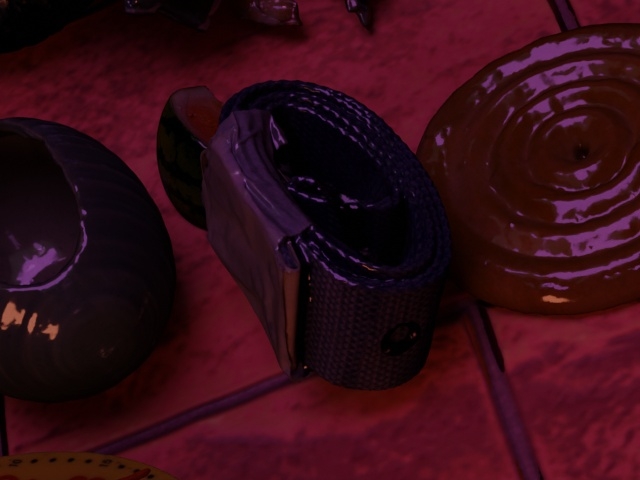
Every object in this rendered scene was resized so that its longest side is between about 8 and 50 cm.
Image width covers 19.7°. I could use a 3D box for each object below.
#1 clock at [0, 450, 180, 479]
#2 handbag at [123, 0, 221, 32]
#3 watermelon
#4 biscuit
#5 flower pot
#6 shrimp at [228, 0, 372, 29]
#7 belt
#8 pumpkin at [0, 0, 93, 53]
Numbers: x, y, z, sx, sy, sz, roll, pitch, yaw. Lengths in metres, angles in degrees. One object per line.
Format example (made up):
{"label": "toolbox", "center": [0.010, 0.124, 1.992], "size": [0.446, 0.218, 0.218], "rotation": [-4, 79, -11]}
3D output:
{"label": "clock", "center": [-0.193, 0.211, 1.144], "size": [0.293, 0.071, 0.277], "rotation": [1, 27, 19]}
{"label": "handbag", "center": [-0.173, -0.311, 1.536], "size": [0.247, 0.079, 0.260], "rotation": [18, 54, 0]}
{"label": "watermelon", "center": [-0.088, -0.068, 1.408], "size": [0.087, 0.069, 0.163], "rotation": [-39, 48, -8]}
{"label": "biscuit", "center": [0.182, -0.060, 1.290], "size": [0.262, 0.037, 0.262], "rotation": [-14, 48, 16]}
{"label": "flower pot", "center": [-0.205, 0.015, 1.334], "size": [0.189, 0.157, 0.243], "rotation": [-37, 46, -5]}
{"label": "shrimp", "center": [-0.011, -0.222, 1.527], "size": [0.132, 0.052, 0.187], "rotation": [-49, 40, 5]}
{"label": "belt", "center": [0.000, 0.000, 1.262], "size": [0.140, 0.126, 0.230], "rotation": [-12, 46, -23]}
{"label": "pumpkin", "center": [-0.273, -0.259, 1.617], "size": [0.202, 0.140, 0.202], "rotation": [-12, 47, 13]}
